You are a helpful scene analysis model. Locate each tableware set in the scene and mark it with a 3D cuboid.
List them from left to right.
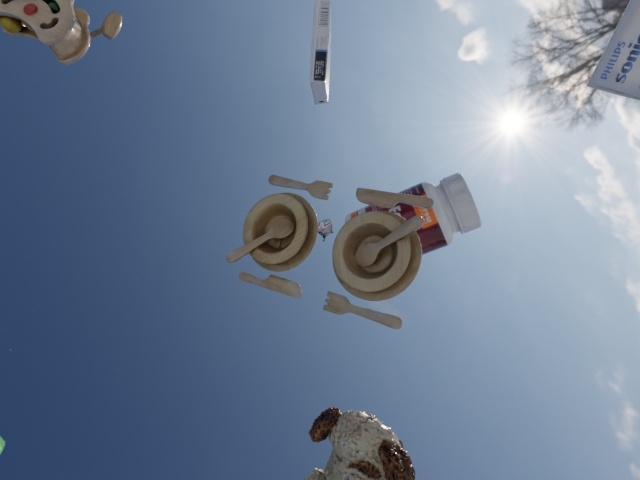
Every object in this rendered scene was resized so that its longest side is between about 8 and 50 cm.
[{"bbox_3d":[0.000,0.000,0.394,0.039,0.194,0.128,29,-105,-64],"label":"tableware set"}]

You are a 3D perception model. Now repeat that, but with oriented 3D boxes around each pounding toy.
[{"bbox_3d":[-0.616,-0.486,0.956,0.269,0.155,0.154,10,-105,3],"label":"pounding toy"}]

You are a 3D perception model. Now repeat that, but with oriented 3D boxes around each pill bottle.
[{"bbox_3d":[0.298,-0.056,1.318,0.224,0.391,0.224,57,-162,-31],"label":"pill bottle"}]

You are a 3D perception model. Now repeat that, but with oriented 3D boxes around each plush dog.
[{"bbox_3d":[0.096,0.413,0.753,0.210,0.262,0.226,-45,-50,-38],"label":"plush dog"}]

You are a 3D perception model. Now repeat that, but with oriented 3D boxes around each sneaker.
[{"bbox_3d":[-0.002,-0.029,1.318,0.098,0.038,0.069,-12,-83,-16],"label":"sneaker"}]

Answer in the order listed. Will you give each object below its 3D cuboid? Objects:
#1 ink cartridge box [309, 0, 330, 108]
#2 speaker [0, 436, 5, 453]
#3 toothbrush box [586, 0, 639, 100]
[{"bbox_3d":[0.003,-0.474,1.050,0.045,0.208,0.207,3,-89,1],"label":"ink cartridge box"},{"bbox_3d":[-0.605,0.254,0.539,0.296,0.131,0.131,47,-126,-24],"label":"speaker"},{"bbox_3d":[0.606,-0.365,0.716,0.295,0.126,0.217,-22,-44,-48],"label":"toothbrush box"}]
